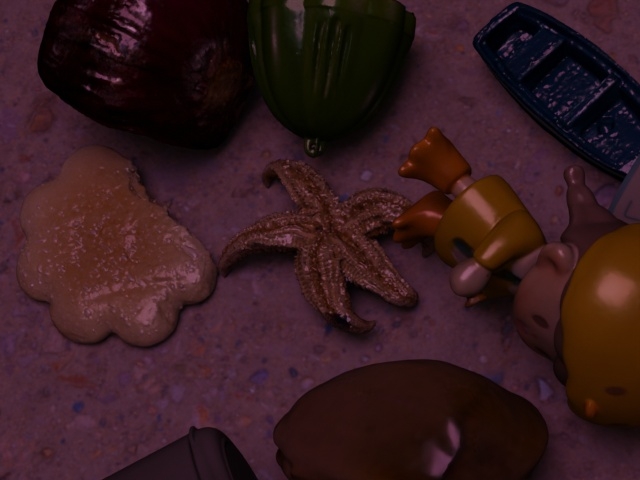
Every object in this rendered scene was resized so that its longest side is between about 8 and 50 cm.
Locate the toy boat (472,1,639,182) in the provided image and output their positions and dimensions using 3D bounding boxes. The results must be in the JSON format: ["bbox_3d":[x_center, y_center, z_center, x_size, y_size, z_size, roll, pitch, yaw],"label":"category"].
[{"bbox_3d":[0.280,-0.132,1.919,0.096,0.062,0.299,-41,61,-6],"label":"toy boat"}]

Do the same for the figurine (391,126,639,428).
[{"bbox_3d":[0.221,0.034,1.761,0.343,0.215,0.187,37,75,23],"label":"figurine"}]

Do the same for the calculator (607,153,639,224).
[{"bbox_3d":[0.451,-0.070,1.710,0.256,0.054,0.386,51,129,13],"label":"calculator"}]

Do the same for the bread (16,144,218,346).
[{"bbox_3d":[-0.235,0.014,2.007,0.182,0.039,0.251,-40,62,-6],"label":"bread"}]

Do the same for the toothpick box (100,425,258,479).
[{"bbox_3d":[-0.190,0.329,1.758,0.316,0.229,0.229,-27,61,4],"label":"toothpick box"}]

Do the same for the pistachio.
[{"bbox_3d":[0.082,0.188,1.777,0.212,0.163,0.260,-23,29,-40],"label":"pistachio"}]

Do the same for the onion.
[{"bbox_3d":[-0.185,-0.226,1.991,0.216,0.207,0.206,28,102,27],"label":"onion"}]

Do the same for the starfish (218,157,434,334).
[{"bbox_3d":[-0.001,-0.002,1.937,0.216,0.071,0.238,-25,54,-4],"label":"starfish"}]

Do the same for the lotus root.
[{"bbox_3d":[0.004,-0.169,1.971,0.186,0.186,0.186,-6,64,13],"label":"lotus root"}]
